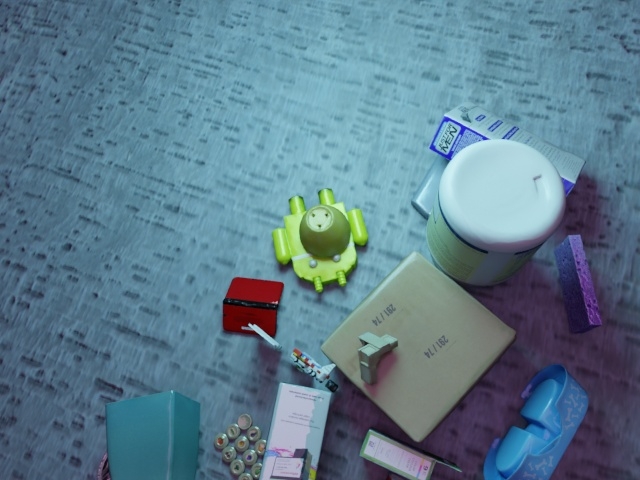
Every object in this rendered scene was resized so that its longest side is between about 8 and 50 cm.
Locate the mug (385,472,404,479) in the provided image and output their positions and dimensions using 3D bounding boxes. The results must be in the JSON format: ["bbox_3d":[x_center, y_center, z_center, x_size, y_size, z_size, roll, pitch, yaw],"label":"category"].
[{"bbox_3d":[0.161,0.618,1.093,0.150,0.113,0.169,34,83,18],"label":"mug"}]

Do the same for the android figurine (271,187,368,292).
[{"bbox_3d":[0.000,0.000,1.339,0.248,0.056,0.273,-12,70,4],"label":"android figurine"}]

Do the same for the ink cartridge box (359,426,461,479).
[{"bbox_3d":[0.194,0.486,1.128,0.209,0.109,0.062,20,77,13],"label":"ink cartridge box"}]

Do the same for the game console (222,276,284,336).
[{"bbox_3d":[-0.173,0.171,1.330,0.143,0.085,0.124,5,105,10],"label":"game console"}]

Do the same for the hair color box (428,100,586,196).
[{"bbox_3d":[0.461,-0.213,1.268,0.338,0.110,0.185,35,38,16],"label":"hair color box"}]

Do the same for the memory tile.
[{"bbox_3d":[-0.179,0.504,1.226,0.113,0.012,0.148,-37,71,-5],"label":"memory tile"}]

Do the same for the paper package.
[{"bbox_3d":[0.218,0.238,1.173,0.309,0.168,0.325,42,83,19],"label":"paper package"}]

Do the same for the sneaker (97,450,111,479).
[{"bbox_3d":[-0.488,0.582,1.219,0.074,0.063,0.171,2,78,9],"label":"sneaker"}]

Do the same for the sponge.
[{"bbox_3d":[0.595,0.104,1.188,0.031,0.117,0.210,-5,72,5],"label":"sponge"}]

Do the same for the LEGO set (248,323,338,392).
[{"bbox_3d":[-0.052,0.263,1.190,0.244,0.182,0.060,37,78,9],"label":"LEGO set"}]

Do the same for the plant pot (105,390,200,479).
[{"bbox_3d":[-0.376,0.488,1.156,0.165,0.165,0.234,-12,61,4],"label":"plant pot"}]

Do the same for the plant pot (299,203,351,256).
[{"bbox_3d":[0.005,-0.037,1.269,0.134,0.095,0.134,-3,70,7],"label":"plant pot"}]

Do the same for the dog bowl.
[{"bbox_3d":[0.464,0.410,1.093,0.074,0.166,0.297,35,80,4],"label":"dog bowl"}]

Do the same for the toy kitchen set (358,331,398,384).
[{"bbox_3d":[0.113,0.245,1.088,0.083,0.075,0.068,-20,24,-32],"label":"toy kitchen set"}]

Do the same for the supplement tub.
[{"bbox_3d":[0.354,-0.038,1.096,0.235,0.325,0.236,-1,68,4],"label":"supplement tub"}]

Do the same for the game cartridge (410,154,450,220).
[{"bbox_3d":[0.394,-0.091,1.314,0.294,0.060,0.196,29,83,15],"label":"game cartridge"}]

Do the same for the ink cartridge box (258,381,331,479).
[{"bbox_3d":[-0.062,0.461,1.118,0.117,0.201,0.278,12,75,0],"label":"ink cartridge box"}]
